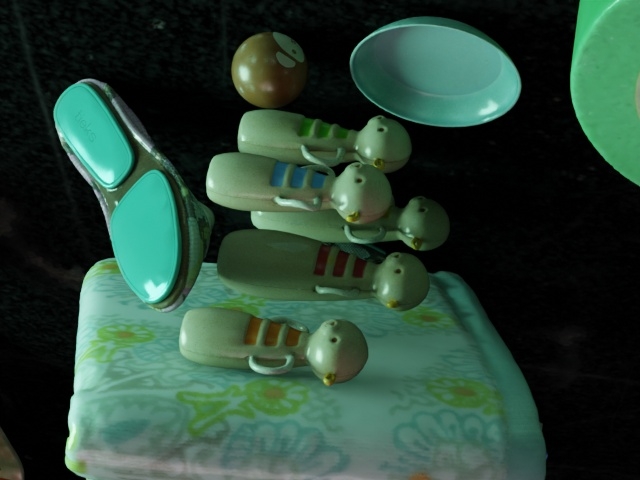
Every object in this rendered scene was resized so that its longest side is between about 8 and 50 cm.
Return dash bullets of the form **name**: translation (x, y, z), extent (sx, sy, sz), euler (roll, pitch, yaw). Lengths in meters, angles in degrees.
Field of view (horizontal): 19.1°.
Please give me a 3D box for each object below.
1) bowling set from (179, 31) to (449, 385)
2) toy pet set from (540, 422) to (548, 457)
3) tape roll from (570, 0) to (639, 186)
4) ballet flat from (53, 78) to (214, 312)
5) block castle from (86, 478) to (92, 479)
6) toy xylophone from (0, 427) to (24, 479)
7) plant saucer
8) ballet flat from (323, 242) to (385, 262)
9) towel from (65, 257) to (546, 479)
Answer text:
- **bowling set**: translation (0.006, -0.037, 1.331), extent (0.154, 0.287, 0.200), euler (7, 119, 8)
- **toy pet set**: translation (0.148, 0.197, 1.797), extent (0.114, 0.065, 0.122), euler (17, 151, -9)
- **tape roll**: translation (0.319, -0.112, 1.185), extent (0.321, 0.077, 0.321), euler (8, 150, 5)
- **ballet flat**: translation (-0.124, -0.032, 1.387), extent (0.077, 0.221, 0.079), euler (-46, 142, 17)
- **block castle**: translation (-0.066, 0.316, 1.948), extent (0.453, 0.213, 0.303), euler (14, 139, -18)
- **toy xylophone**: translation (-0.436, 0.219, 2.029), extent (0.236, 0.081, 0.323), euler (1, 147, 20)
- **plant saucer**: translation (0.081, -0.120, 1.312), extent (0.119, 0.021, 0.119), euler (9, 150, 5)
- **ballet flat**: translation (0.000, 0.000, 1.531), extent (0.114, 0.041, 0.041), euler (30, 146, -27)
- **towel**: translation (-0.022, 0.101, 1.408), extent (0.320, 0.090, 0.374), euler (2, -165, -6)
